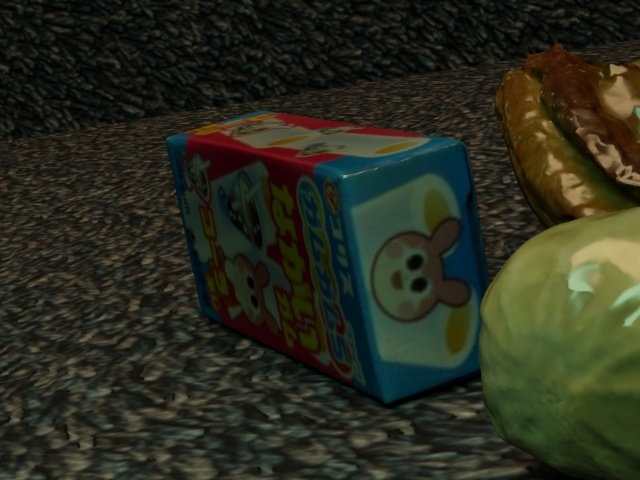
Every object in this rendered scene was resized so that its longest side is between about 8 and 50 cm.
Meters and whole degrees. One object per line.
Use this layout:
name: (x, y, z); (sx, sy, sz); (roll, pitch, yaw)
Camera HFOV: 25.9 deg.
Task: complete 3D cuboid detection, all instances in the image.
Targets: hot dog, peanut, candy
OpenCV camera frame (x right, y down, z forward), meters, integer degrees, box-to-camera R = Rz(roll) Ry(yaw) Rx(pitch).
hot dog: (0.267, -0.063, 1.026); (0.267, 0.174, 0.387); (-6, 13, 6)
peanut: (0.235, 0.045, 0.681); (0.313, 0.152, 0.152); (-7, 14, -2)
candy: (-0.001, 0.000, 0.987); (0.100, 0.157, 0.306); (-17, 16, -25)
